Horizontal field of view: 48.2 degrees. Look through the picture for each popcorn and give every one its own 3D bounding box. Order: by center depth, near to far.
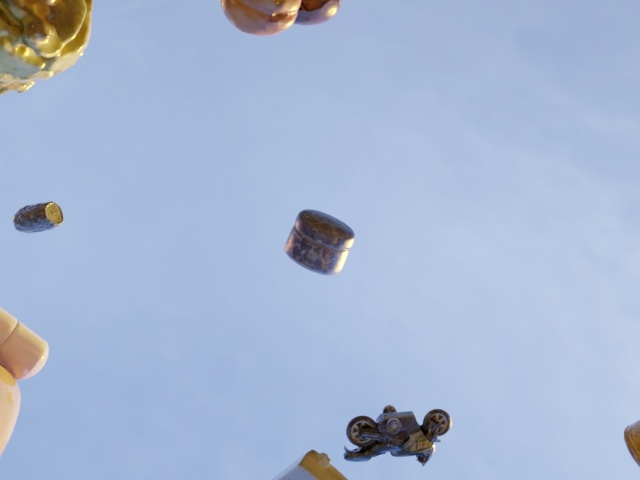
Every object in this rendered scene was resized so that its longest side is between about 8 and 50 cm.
[{"bbox_3d":[-0.531,-0.385,1.195,0.237,0.292,0.293,-4,-159,44],"label":"popcorn"}]

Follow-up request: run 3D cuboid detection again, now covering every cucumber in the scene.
[{"bbox_3d":[-0.584,-0.048,1.480,0.112,0.064,0.064,-9,-157,37],"label":"cucumber"}]

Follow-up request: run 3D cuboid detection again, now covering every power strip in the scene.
[{"bbox_3d":[-0.024,0.470,1.334,0.118,0.270,0.046,41,-128,4],"label":"power strip"}]

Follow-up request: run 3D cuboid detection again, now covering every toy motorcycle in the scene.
[{"bbox_3d":[0.179,0.461,1.656,0.255,0.135,0.092,-3,-171,-4],"label":"toy motorcycle"}]

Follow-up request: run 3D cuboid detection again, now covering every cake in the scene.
[{"bbox_3d":[0.432,0.268,0.920,0.084,0.044,0.084,24,-144,-19],"label":"cake"}]

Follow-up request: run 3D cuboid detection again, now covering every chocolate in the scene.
[{"bbox_3d":[-0.030,-0.486,1.410,0.133,0.127,0.124,-10,-144,9],"label":"chocolate"}]

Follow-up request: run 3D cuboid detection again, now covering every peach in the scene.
[{"bbox_3d":[-0.097,-0.414,1.204,0.138,0.138,0.138,6,-144,-4],"label":"peach"}]

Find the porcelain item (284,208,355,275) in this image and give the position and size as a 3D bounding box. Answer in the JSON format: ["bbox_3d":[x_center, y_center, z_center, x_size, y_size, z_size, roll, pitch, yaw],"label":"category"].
[{"bbox_3d":[0.000,0.000,1.674,0.147,0.114,0.147,23,-164,-7],"label":"porcelain item"}]

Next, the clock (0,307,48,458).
[{"bbox_3d":[-0.490,0.252,0.813,0.184,0.342,0.325,38,-151,-28],"label":"clock"}]
